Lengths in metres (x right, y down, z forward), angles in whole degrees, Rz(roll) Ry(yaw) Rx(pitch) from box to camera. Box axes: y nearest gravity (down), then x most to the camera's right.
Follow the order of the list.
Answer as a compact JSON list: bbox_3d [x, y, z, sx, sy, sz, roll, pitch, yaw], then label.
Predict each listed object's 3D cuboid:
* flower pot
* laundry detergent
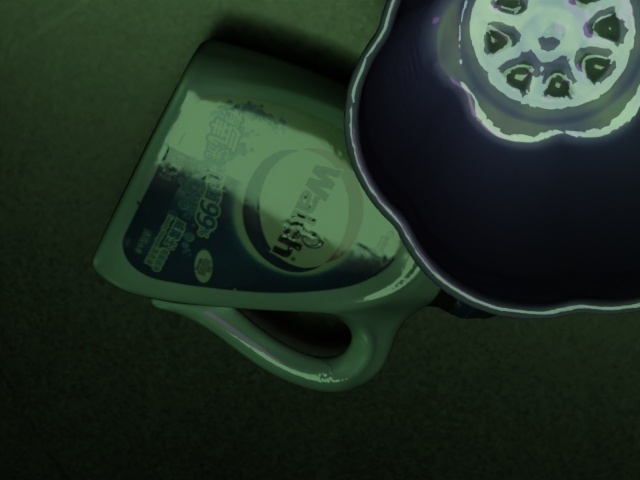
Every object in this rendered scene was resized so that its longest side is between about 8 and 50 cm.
[{"bbox_3d":[0.159,-0.113,1.252,0.265,0.243,0.265,2,111,6],"label":"flower pot"},{"bbox_3d":[0.000,0.000,1.378,0.280,0.105,0.215,27,109,-6],"label":"laundry detergent"}]
